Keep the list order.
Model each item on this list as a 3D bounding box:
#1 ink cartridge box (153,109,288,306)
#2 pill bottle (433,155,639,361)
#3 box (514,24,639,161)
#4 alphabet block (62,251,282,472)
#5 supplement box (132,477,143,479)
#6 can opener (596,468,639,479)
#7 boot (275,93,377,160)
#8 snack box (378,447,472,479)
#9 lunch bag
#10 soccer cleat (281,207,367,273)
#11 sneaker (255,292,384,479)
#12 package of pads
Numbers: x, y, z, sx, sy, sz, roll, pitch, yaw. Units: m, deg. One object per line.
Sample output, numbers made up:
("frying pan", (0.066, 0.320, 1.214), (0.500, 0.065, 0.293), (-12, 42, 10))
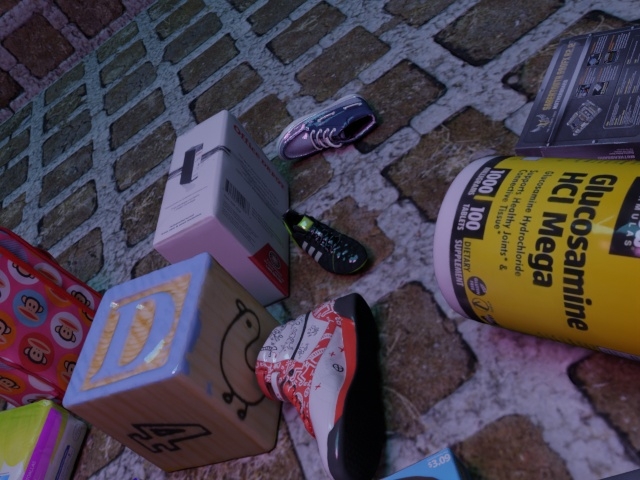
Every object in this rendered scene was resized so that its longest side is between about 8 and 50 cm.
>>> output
("ink cartridge box", (-0.146, -0.046, 1.066), (0.114, 0.197, 0.273), (-24, 39, 20))
("pill bottle", (0.292, 0.016, 0.637), (0.333, 0.188, 0.188), (9, 58, 45))
("box", (0.383, -0.189, 0.882), (0.183, 0.056, 0.231), (1, 52, 42))
("alphabet block", (-0.178, 0.166, 0.877), (0.193, 0.197, 0.193), (-18, 43, 26))
("supplement box", (-0.250, 0.401, 0.767), (0.220, 0.114, 0.111), (-41, 38, 1))
("can opener", (0.298, 0.207, 0.555), (0.283, 0.076, 0.095), (-24, 7, 20))
("boot", (0.008, -0.193, 1.191), (0.190, 0.069, 0.086), (-33, 34, 6))
("snack box", (0.019, 0.353, 0.630), (0.321, 0.060, 0.187), (-31, 38, 12))
("lunch bag", (-0.494, 0.123, 1.113), (0.120, 0.293, 0.258), (-25, 40, 26))
("soccer cleat", (0.000, 0.000, 0.998), (0.060, 0.072, 0.178), (-49, 38, -12))
("sneaker", (-0.008, 0.187, 0.797), (0.144, 0.090, 0.270), (-23, 34, 21))
("package of pads", (-0.518, 0.379, 1.025), (0.296, 0.101, 0.229), (-19, 42, 24))
